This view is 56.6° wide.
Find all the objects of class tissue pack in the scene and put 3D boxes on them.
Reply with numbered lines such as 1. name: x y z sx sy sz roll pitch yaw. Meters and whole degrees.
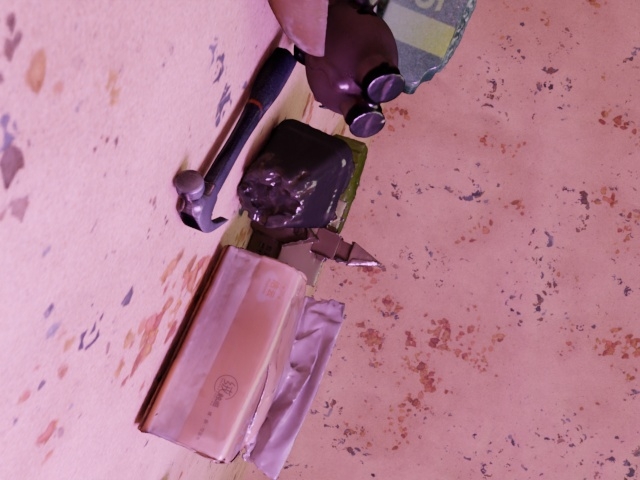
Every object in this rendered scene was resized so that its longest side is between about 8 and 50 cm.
1. tissue pack: -0.108 0.198 0.951 0.238 0.238 0.306 95 17 -71

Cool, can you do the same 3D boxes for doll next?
1. doll: 0.030 -0.261 0.780 0.182 0.117 0.257 -59 -143 43

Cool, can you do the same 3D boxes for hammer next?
1. hammer: -0.098 -0.135 0.753 0.137 0.037 0.290 100 12 -61

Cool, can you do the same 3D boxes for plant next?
1. plant: -0.035 -0.105 0.982 0.256 0.141 0.164 -35 147 -60

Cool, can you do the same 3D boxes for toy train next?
1. toy train: 0.122 -0.384 0.936 0.167 0.238 0.299 -55 167 -81

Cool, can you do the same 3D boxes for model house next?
1. model house: 0.000 0.000 1.133 0.176 0.248 0.181 41 69 -84

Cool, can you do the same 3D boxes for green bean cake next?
1. green bean cake: 0.042 -0.143 1.652 0.222 0.124 0.248 104 9 -56

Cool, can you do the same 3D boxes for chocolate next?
1. chocolate: -0.021 -0.319 0.600 0.254 0.080 0.157 100 -2 -72
